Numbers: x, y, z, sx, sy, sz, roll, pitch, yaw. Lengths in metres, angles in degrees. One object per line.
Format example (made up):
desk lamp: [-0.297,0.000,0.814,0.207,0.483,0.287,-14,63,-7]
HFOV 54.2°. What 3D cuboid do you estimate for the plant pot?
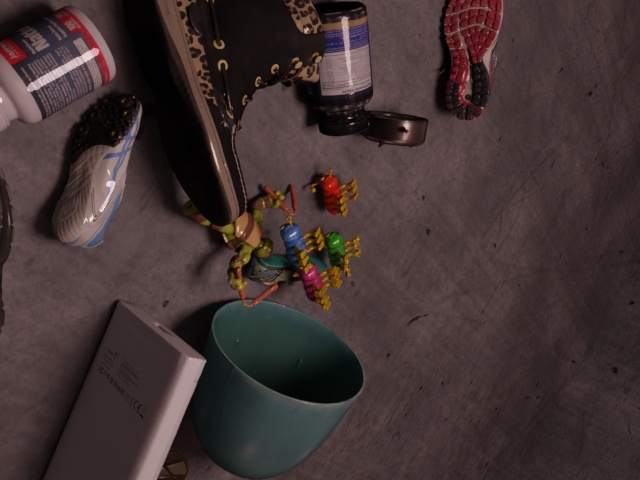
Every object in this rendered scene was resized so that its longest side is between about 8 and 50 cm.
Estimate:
plant pot: [-0.101,0.286,1.148,0.293,0.293,0.235,5,119,-44]

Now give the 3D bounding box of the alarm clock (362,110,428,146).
alarm clock: [0.159,-0.229,1.281,0.192,0.130,0.064,-28,129,-58]

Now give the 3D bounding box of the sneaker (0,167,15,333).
sneaker: [-0.465,0.020,0.811,0.106,0.101,0.267,1,106,-41]

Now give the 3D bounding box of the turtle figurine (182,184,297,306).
turtle figurine: [-0.142,-0.037,1.103,0.217,0.087,0.269,48,51,-40]

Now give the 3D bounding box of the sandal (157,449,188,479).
sandal: [-0.350,0.428,1.126,0.220,0.060,0.089,-15,112,-22]

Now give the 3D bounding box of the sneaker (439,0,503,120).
sneaker: [0.331,-0.420,1.383,0.112,0.121,0.298,-38,135,-65]

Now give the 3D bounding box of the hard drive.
hard drive: [-0.317,0.297,0.970,0.047,0.233,0.352,23,91,-46]

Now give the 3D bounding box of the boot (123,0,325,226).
boot: [-0.116,-0.238,0.974,0.284,0.138,0.377,-26,102,-37]

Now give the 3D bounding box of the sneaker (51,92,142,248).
sneaker: [-0.320,-0.102,0.921,0.237,0.085,0.086,-69,162,-2]

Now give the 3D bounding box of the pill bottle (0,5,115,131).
pill bottle: [-0.367,-0.212,0.799,0.180,0.108,0.107,-41,130,-24]

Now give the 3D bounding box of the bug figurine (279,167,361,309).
bug figurine: [0.000,0.000,1.189,0.279,0.072,0.216,-54,138,-51]

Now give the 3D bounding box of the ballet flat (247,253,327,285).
ballet flat: [-0.069,0.060,1.237,0.189,0.070,0.070,10,100,-43]

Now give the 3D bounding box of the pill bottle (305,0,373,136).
pill bottle: [0.031,-0.306,1.125,0.123,0.123,0.219,-28,125,-33]
